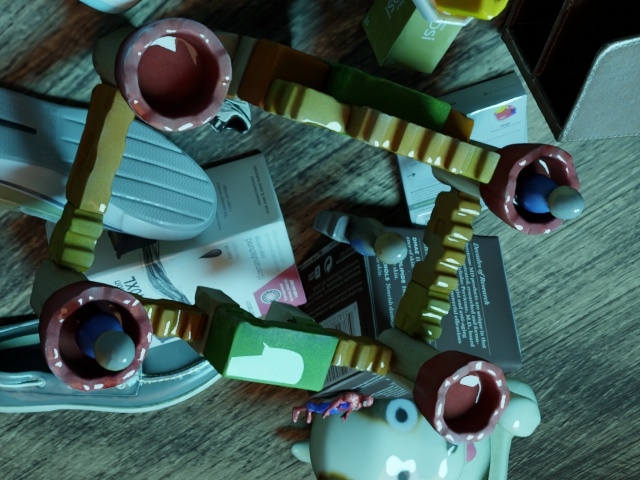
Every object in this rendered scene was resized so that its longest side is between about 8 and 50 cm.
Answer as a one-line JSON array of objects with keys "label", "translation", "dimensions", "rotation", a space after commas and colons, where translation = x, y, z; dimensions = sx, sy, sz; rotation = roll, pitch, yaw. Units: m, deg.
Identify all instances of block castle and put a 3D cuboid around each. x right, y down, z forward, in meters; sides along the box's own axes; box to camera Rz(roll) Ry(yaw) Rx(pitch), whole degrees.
[{"label": "block castle", "translation": [0.000, 0.000, 0.919], "dimensions": [0.453, 0.213, 0.303], "rotation": [14, 98, -30]}]

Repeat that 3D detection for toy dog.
[{"label": "toy dog", "translation": [0.124, 0.283, 1.483], "dimensions": [0.395, 0.284, 0.408], "rotation": [13, 170, 20]}]

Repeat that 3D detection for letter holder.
[{"label": "letter holder", "translation": [0.355, -0.224, 0.954], "dimensions": [0.302, 0.152, 0.214], "rotation": [-6, 144, -17]}]

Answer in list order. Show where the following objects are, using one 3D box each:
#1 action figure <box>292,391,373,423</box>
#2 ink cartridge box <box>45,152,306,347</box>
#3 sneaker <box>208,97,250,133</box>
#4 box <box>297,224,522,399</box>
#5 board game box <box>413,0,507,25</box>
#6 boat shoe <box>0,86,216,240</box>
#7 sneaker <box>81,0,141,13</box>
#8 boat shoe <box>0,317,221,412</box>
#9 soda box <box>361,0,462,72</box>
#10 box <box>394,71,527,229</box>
[{"label": "action figure", "translation": [0.018, 0.195, 1.224], "dimensions": [0.038, 0.030, 0.115], "rotation": [18, 149, -41]}, {"label": "ink cartridge box", "translation": [-0.150, 0.022, 1.127], "dimensions": [0.237, 0.100, 0.172], "rotation": [-16, 146, -2]}, {"label": "sneaker", "translation": [-0.102, -0.123, 0.995], "dimensions": [0.083, 0.037, 0.032], "rotation": [7, 142, -30]}, {"label": "box", "translation": [0.099, 0.091, 1.251], "dimensions": [0.203, 0.167, 0.168], "rotation": [4, 157, -30]}, {"label": "board game box", "translation": [0.105, -0.359, 0.447], "dimensions": [0.390, 0.050, 0.390], "rotation": [-44, 122, -9]}, {"label": "boat shoe", "translation": [-0.241, -0.067, 0.974], "dimensions": [0.302, 0.109, 0.094], "rotation": [21, 147, -32]}, {"label": "sneaker", "translation": [-0.161, -0.285, 0.654], "dimensions": [0.208, 0.127, 0.319], "rotation": [-30, 155, 22]}, {"label": "boat shoe", "translation": [-0.256, 0.135, 1.234], "dimensions": [0.319, 0.116, 0.099], "rotation": [-6, 150, -8]}, {"label": "soda box", "translation": [0.105, -0.230, 0.908], "dimensions": [0.058, 0.061, 0.181], "rotation": [2, 143, -28]}, {"label": "box", "translation": [0.156, -0.092, 1.157], "dimensions": [0.145, 0.038, 0.186], "rotation": [-18, 148, 2]}]
